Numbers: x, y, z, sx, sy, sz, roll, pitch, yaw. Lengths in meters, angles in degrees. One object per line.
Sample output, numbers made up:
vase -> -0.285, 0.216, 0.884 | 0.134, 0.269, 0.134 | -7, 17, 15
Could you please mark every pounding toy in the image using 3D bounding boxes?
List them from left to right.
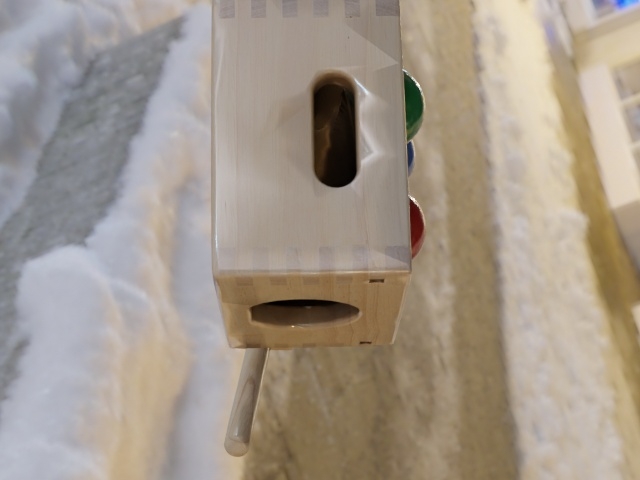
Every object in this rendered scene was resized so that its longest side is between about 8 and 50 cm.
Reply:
pounding toy -> 0.000, 0.011, 0.669 | 0.206, 0.094, 0.181 | 92, -3, -72
